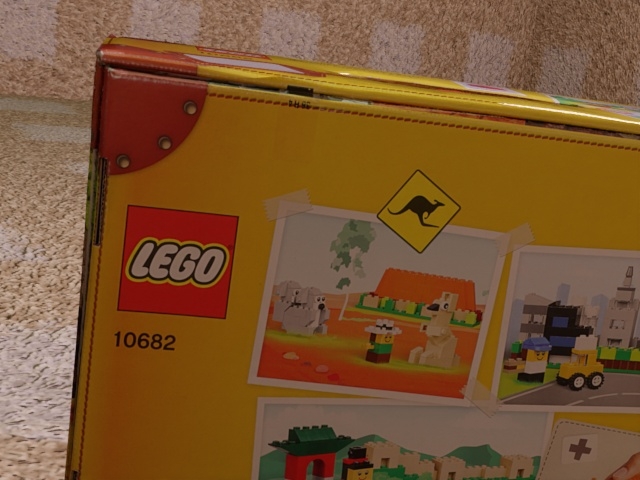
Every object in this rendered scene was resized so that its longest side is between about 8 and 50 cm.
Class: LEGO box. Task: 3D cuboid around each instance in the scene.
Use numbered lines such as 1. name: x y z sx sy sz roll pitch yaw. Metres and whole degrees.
1. LEGO box: 0.074 0.070 0.708 0.500 0.372 0.193 6 14 -11
